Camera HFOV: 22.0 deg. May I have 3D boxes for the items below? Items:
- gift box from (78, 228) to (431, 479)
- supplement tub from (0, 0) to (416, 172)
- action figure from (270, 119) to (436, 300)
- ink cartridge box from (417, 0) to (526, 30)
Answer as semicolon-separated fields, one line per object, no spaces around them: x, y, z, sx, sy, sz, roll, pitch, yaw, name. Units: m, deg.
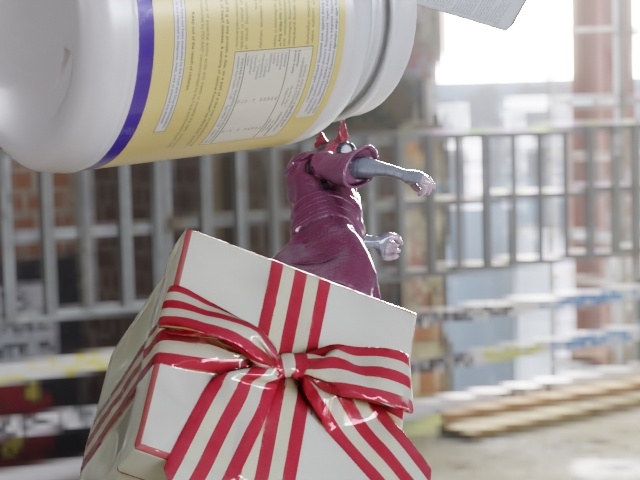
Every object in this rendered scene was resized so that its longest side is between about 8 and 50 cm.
-0.058;0.177;1.420;0.255;0.276;0.258;17;-39;-17;gift box
-0.109;-0.190;1.379;0.331;0.241;0.241;-9;9;-38;supplement tub
0.000;0.000;2.128;0.276;0.370;0.248;0;-38;-8;action figure
0.021;-0.347;1.761;0.324;0.071;0.330;39;18;30;ink cartridge box
